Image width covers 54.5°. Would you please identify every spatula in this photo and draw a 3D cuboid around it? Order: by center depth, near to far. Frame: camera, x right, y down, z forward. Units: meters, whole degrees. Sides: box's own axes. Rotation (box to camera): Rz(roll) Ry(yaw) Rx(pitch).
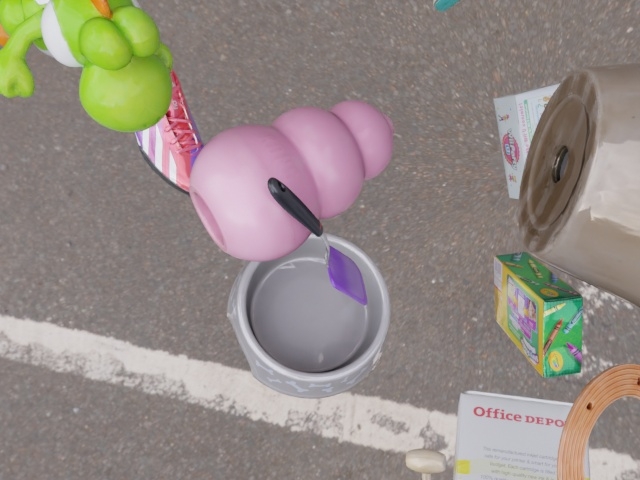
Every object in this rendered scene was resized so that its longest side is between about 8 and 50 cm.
[{"bbox_3d":[0.000,0.000,0.888,0.030,0.296,0.084,-20,51,14],"label":"spatula"}]

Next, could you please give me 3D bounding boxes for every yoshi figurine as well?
[{"bbox_3d":[-0.305,-0.245,0.809,0.362,0.203,0.204,35,95,44],"label":"yoshi figurine"}]

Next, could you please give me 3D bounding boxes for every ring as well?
[{"bbox_3d":[0.542,0.390,1.125,0.032,0.336,0.337,-2,98,61],"label":"ring"}]

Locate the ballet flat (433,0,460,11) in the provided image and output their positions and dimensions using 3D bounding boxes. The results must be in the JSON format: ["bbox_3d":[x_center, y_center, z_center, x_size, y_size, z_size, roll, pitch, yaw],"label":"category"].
[{"bbox_3d":[0.321,-0.569,1.382,0.168,0.057,0.052,-12,56,44],"label":"ballet flat"}]

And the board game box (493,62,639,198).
[{"bbox_3d":[0.540,-0.229,1.316,0.303,0.097,0.224,-15,103,-10],"label":"board game box"}]

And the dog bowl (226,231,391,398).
[{"bbox_3d":[-0.017,0.138,1.260,0.348,0.102,0.349,3,69,-8],"label":"dog bowl"}]

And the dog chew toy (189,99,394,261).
[{"bbox_3d":[-0.028,-0.109,0.951,0.331,0.206,0.207,-30,86,-18],"label":"dog chew toy"}]

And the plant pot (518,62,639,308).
[{"bbox_3d":[0.365,-0.049,0.612,0.280,0.323,0.323,12,101,-1],"label":"plant pot"}]

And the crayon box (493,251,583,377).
[{"bbox_3d":[0.452,0.147,1.314,0.081,0.278,0.165,-7,108,-3],"label":"crayon box"}]

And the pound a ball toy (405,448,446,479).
[{"bbox_3d":[0.224,0.550,1.100,0.135,0.208,0.319,-15,83,23],"label":"pound a ball toy"}]

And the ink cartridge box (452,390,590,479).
[{"bbox_3d":[0.432,0.553,1.360,0.279,0.160,0.385,5,58,11],"label":"ink cartridge box"}]

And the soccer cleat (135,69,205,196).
[{"bbox_3d":[-0.268,-0.219,1.064,0.116,0.108,0.318,-28,96,43],"label":"soccer cleat"}]
